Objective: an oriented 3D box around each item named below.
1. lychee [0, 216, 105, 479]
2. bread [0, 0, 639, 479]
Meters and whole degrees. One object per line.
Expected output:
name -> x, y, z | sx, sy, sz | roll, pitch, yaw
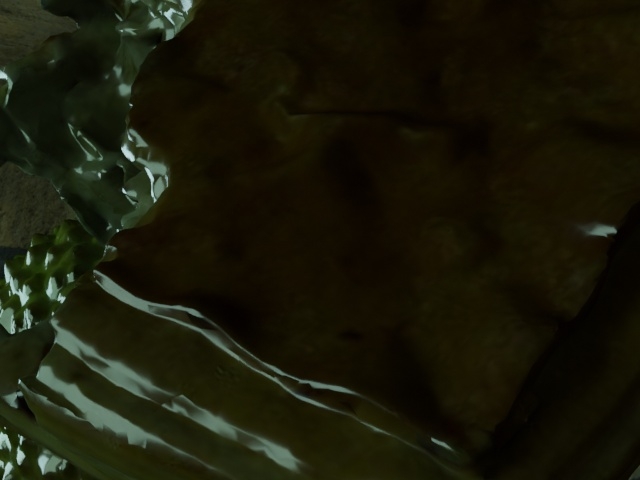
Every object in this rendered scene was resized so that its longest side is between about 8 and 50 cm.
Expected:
lychee -> -0.092, 0.126, 0.950 | 0.270, 0.320, 0.270 | -54, 12, 16
bread -> 0.000, 0.000, 0.582 | 0.314, 0.370, 0.191 | -47, -36, -29
